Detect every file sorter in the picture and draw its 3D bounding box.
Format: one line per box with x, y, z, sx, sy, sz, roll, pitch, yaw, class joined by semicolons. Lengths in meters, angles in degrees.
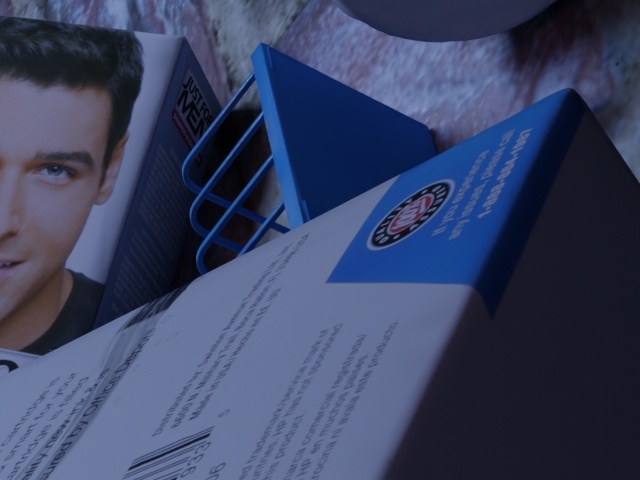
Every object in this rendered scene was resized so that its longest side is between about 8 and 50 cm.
0.000;0.000;0.932;0.104;0.118;0.170;-51;31;27;file sorter

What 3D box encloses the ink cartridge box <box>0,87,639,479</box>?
-0.048;0.143;0.687;0.395;0.166;0.285;-26;20;35;ink cartridge box

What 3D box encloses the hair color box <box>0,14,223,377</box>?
-0.209;0.040;1.147;0.185;0.113;0.374;8;67;16;hair color box

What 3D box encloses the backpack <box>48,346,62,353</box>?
-0.088;0.103;1.012;0.120;0.098;0.101;-10;87;55;backpack

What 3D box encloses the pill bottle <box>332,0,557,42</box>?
0.063;-0.268;1.000;0.169;0.169;0.301;-41;36;33;pill bottle
